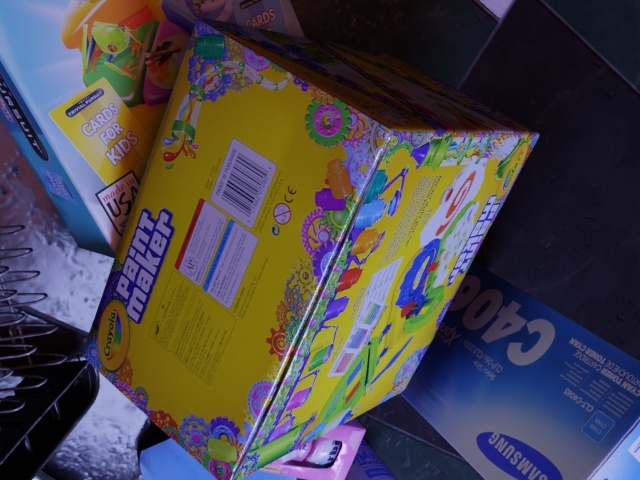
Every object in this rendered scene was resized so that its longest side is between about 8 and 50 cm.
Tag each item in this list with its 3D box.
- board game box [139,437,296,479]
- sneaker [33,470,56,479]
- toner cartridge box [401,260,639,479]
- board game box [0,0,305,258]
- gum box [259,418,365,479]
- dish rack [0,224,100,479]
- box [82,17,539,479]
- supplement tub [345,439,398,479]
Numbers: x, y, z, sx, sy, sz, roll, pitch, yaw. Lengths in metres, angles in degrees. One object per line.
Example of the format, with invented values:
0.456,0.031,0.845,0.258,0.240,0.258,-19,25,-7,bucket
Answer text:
-0.107,0.238,0.884,0.169,0.033,0.133,-28,115,25,board game box
-0.301,0.260,0.812,0.084,0.058,0.152,-47,127,-12,sneaker
0.184,0.139,0.819,0.075,0.348,0.165,40,89,-29,toner cartridge box
-0.156,-0.195,0.657,0.254,0.079,0.336,-41,122,-29,board game box
-0.046,0.163,0.816,0.107,0.188,0.062,17,99,-29,gum box
-0.291,0.070,0.675,0.074,0.208,0.271,-5,113,16,dish rack
0.000,0.000,0.690,0.279,0.177,0.289,-9,128,-56,box
0.049,0.280,0.947,0.071,0.107,0.070,-8,111,-22,supplement tub
